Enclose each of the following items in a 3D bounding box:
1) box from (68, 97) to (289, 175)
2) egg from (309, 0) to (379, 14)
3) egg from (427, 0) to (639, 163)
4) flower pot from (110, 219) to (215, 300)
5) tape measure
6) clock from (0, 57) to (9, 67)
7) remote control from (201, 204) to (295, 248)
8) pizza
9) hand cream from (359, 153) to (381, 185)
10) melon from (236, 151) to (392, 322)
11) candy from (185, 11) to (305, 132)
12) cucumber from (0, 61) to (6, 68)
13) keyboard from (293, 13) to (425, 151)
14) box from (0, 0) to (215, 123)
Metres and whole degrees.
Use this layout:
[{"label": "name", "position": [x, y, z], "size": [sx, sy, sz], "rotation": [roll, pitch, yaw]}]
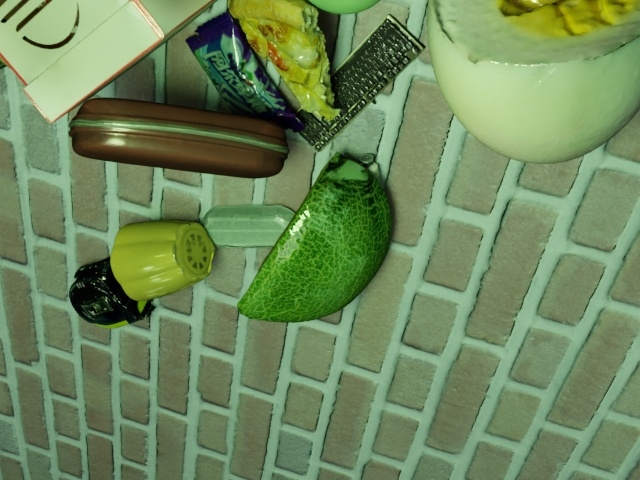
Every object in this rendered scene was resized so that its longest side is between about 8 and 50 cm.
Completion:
[{"label": "box", "position": [-0.262, -0.190, 1.426], "size": [0.404, 0.263, 0.108], "rotation": [5, 90, -23]}, {"label": "egg", "position": [0.034, -0.498, 1.212], "size": [0.220, 0.220, 0.269], "rotation": [-2, 133, 20]}, {"label": "egg", "position": [0.358, -0.280, 1.201], "size": [0.355, 0.354, 0.340], "rotation": [1, 148, 18]}, {"label": "flower pot", "position": [-0.350, 0.038, 1.732], "size": [0.179, 0.195, 0.195], "rotation": [-9, 121, 34]}, {"label": "tape measure", "position": [-0.550, 0.148, 1.945], "size": [0.186, 0.112, 0.199], "rotation": [-19, 115, 31]}, {"label": "clock", "position": [-0.744, -0.452, 1.554], "size": [0.235, 0.096, 0.308], "rotation": [-27, 100, 31]}, {"label": "remote control", "position": [-0.161, -0.028, 1.724], "size": [0.247, 0.052, 0.104], "rotation": [-1, 123, 23]}, {"label": "pizza", "position": [-0.046, -0.326, 1.378], "size": [0.280, 0.075, 0.287], "rotation": [23, 150, 58]}, {"label": "hand cream", "position": [0.108, -0.092, 1.593], "size": [0.067, 0.042, 0.194], "rotation": [0, 128, 14]}, {"label": "melon", "position": [0.000, 0.000, 1.577], "size": [0.331, 0.226, 0.343], "rotation": [-2, 146, -23]}, {"label": "candy", "position": [-0.151, -0.314, 1.504], "size": [0.145, 0.070, 0.275], "rotation": [-15, 120, 42]}, {"label": "cucumber", "position": [-0.690, -0.401, 1.636], "size": [0.105, 0.048, 0.048], "rotation": [-27, 112, 32]}, {"label": "keyboard", "position": [0.064, -0.294, 1.471], "size": [0.106, 0.027, 0.317], "rotation": [40, 126, -11]}, {"label": "box", "position": [-0.404, -0.451, 1.339], "size": [0.314, 0.312, 0.300], "rotation": [-26, 111, 31]}]
